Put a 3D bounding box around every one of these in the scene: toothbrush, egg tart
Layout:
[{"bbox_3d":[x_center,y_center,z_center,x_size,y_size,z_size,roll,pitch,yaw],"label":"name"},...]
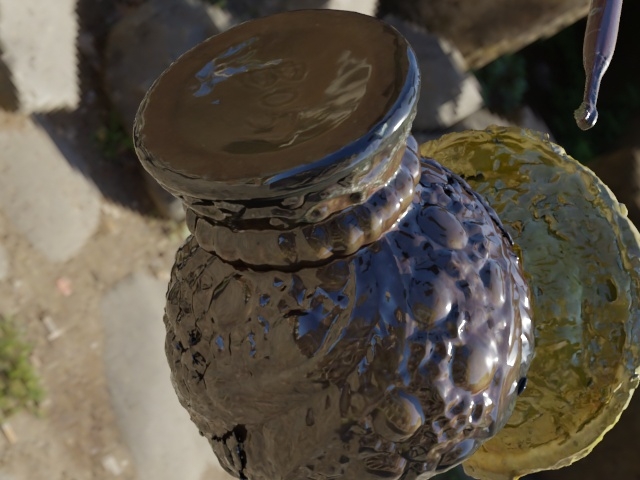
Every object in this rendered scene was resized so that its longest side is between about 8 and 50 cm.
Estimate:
[{"bbox_3d":[0.346,-0.254,2.076,0.041,0.041,0.364,46,39,-25],"label":"toothbrush"},{"bbox_3d":[0.150,0.057,1.566,0.132,0.341,0.341,-4,67,-51],"label":"egg tart"}]

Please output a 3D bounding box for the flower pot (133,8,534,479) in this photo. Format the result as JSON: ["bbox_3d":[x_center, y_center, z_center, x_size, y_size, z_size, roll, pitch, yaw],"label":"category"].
[{"bbox_3d":[0.000,0.000,1.160,0.266,0.267,0.267,-82,160,-50],"label":"flower pot"}]
